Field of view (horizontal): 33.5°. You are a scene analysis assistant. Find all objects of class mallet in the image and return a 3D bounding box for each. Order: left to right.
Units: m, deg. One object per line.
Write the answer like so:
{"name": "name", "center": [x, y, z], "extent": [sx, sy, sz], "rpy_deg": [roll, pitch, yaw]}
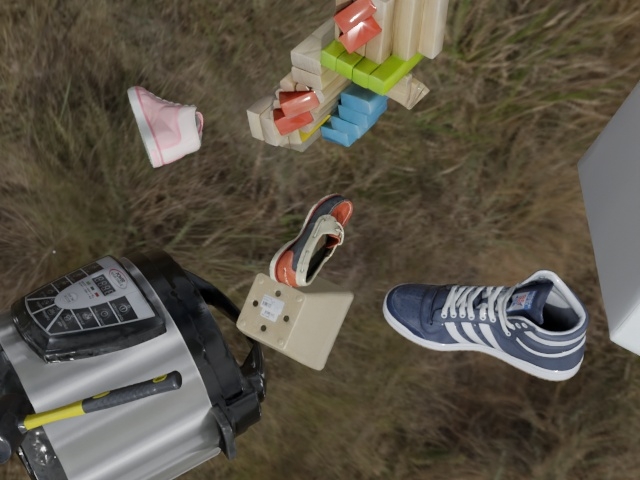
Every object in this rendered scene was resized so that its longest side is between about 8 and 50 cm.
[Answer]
{"name": "mallet", "center": [-0.205, 0.138, 0.908], "extent": [0.190, 0.062, 0.039], "rpy_deg": [-20, 113, 7]}

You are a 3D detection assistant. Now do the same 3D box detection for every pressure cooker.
{"name": "pressure cooker", "center": [-0.308, 0.213, 1.708], "extent": [0.421, 0.375, 0.369], "rpy_deg": [-25, 89, -20]}

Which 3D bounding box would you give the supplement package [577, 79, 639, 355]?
{"name": "supplement package", "center": [0.295, -0.013, 0.508], "extent": [0.263, 0.198, 0.199], "rpy_deg": [28, 118, -6]}

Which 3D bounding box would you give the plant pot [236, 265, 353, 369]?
{"name": "plant pot", "center": [-0.041, 0.090, 1.314], "extent": [0.109, 0.096, 0.109], "rpy_deg": [24, 94, 25]}

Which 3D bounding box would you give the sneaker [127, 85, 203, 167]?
{"name": "sneaker", "center": [-0.168, -0.133, 1.173], "extent": [0.070, 0.134, 0.051], "rpy_deg": [-20, 132, -8]}

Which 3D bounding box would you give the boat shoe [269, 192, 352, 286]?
{"name": "boat shoe", "center": [0.000, 0.000, 1.111], "extent": [0.137, 0.043, 0.049], "rpy_deg": [-49, 134, -38]}

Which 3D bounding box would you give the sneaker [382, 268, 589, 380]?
{"name": "sneaker", "center": [0.223, 0.092, 1.424], "extent": [0.282, 0.153, 0.099], "rpy_deg": [17, 61, 11]}

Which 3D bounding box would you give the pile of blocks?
{"name": "pile of blocks", "center": [0.019, -0.167, 1.198], "extent": [0.149, 0.362, 0.112], "rpy_deg": [44, 59, 1]}
